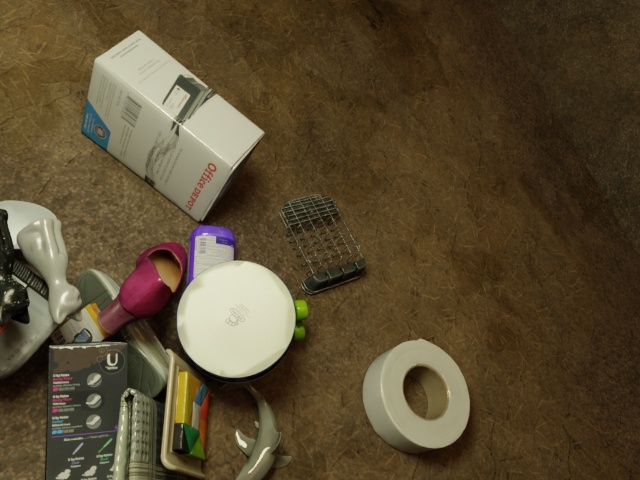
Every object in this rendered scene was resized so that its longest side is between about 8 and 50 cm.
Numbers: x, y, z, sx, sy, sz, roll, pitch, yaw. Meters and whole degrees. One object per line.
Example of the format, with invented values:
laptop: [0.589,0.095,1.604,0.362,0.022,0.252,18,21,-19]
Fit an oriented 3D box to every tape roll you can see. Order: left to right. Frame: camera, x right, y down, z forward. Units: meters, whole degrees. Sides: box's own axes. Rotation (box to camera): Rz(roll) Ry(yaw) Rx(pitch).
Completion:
tape roll: [0.257,0.415,1.573,0.286,0.100,0.286,13,59,-22]

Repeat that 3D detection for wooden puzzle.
wooden puzzle: [-0.277,0.369,1.242,0.044,0.221,0.239,-9,63,4]

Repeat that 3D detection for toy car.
toy car: [-0.134,0.163,1.500,0.154,0.149,0.188,-7,43,-18]

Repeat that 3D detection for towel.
towel: [-0.322,0.475,1.124,0.056,0.312,0.325,-8,64,2]

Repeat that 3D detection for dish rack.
dish rack: [0.000,0.000,1.678,0.208,0.074,0.272,-16,71,-35]

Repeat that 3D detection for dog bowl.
dog bowl: [-0.187,0.182,1.323,0.264,0.104,0.265,2,71,-5]

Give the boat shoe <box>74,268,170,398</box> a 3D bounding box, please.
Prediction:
boat shoe: [-0.435,0.203,1.314,0.320,0.118,0.103,51,16,8]

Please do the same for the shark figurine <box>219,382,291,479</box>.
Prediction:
shark figurine: [-0.129,0.427,1.350,0.166,0.116,0.278,5,64,-28]

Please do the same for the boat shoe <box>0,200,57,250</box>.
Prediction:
boat shoe: [-0.728,-0.006,1.261,0.306,0.105,0.113,-15,80,-27]

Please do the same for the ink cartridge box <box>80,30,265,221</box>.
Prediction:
ink cartridge box: [-0.377,-0.273,1.482,0.395,0.285,0.166,39,52,-6]

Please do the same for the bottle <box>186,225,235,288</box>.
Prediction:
bottle: [-0.272,0.104,1.456,0.118,0.092,0.283,7,62,-20]

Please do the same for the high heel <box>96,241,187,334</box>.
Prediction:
high heel: [-0.338,0.068,1.311,0.127,0.181,0.377,49,22,-16]

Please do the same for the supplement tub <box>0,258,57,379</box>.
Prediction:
supplement tub: [-0.680,0.092,1.113,0.338,0.207,0.207,46,50,-24]

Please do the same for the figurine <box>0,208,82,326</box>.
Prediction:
figurine: [-0.535,0.061,1.078,0.210,0.092,0.215,64,15,15]

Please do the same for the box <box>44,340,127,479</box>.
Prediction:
box: [-0.453,0.334,1.141,0.143,0.165,0.271,1,82,-24]

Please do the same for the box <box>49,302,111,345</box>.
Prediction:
box: [-0.518,0.207,1.266,0.081,0.136,0.028,55,13,7]
